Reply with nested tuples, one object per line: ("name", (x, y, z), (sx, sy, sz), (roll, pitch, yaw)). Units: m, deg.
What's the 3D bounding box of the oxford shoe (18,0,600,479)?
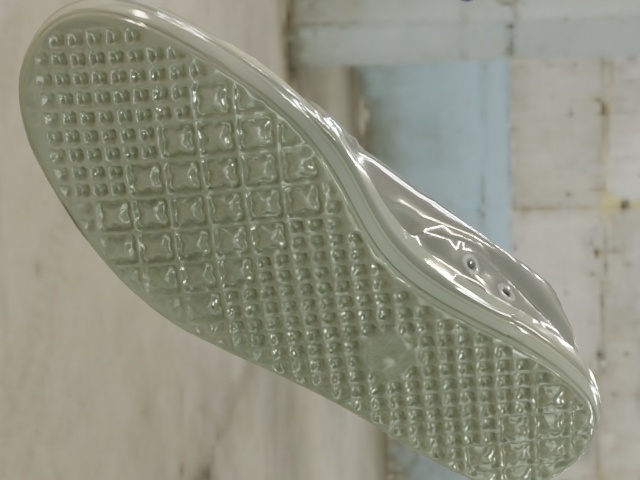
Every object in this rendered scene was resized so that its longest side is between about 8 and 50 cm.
("oxford shoe", (0.000, 0.000, 0.919), (0.449, 0.169, 0.130), (36, 29, -21))
